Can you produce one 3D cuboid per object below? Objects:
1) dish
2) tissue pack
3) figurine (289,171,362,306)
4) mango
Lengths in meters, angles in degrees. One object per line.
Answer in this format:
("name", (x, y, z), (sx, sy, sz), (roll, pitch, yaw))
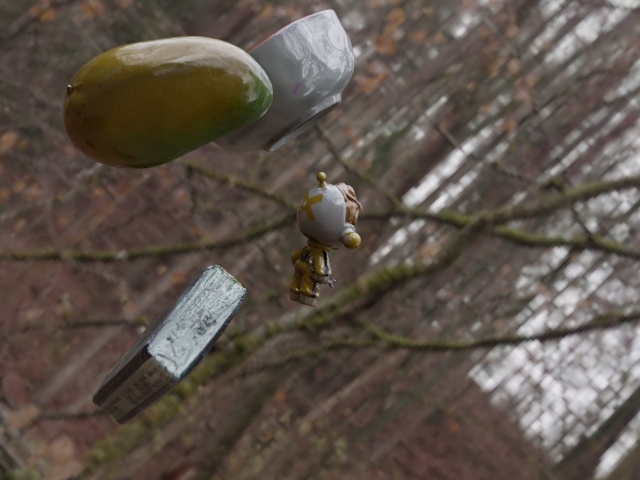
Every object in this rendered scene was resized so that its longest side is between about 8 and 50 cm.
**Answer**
("dish", (-0.055, -0.208, 1.797), (0.117, 0.256, 0.256), (55, -14, 0))
("tissue pack", (-0.224, 0.158, 1.879), (0.081, 0.185, 0.257), (40, -34, -6))
("figurine", (-0.003, 0.000, 1.446), (0.068, 0.143, 0.101), (15, 25, -34))
("mango", (-0.179, -0.165, 1.502), (0.114, 0.250, 0.156), (-108, -173, -57))
